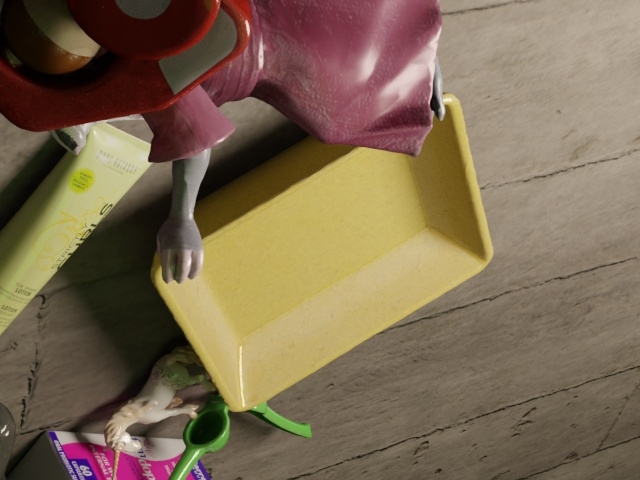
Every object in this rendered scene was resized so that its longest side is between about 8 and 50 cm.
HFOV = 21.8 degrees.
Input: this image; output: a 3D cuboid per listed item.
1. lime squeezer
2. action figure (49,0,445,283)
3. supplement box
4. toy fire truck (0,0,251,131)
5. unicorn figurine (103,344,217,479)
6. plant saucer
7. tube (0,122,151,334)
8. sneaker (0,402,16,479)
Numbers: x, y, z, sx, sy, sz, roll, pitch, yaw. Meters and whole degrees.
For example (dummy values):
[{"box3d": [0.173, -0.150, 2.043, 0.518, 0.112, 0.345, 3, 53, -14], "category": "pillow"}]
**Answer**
[{"box3d": [-0.111, 0.221, 1.848, 0.310, 0.059, 0.110, -27, 131, -53], "category": "lime squeezer"}, {"box3d": [-0.069, -0.151, 1.253, 0.370, 0.248, 0.276, -9, 133, -29], "category": "action figure"}, {"box3d": [-0.227, 0.289, 1.827, 0.220, 0.111, 0.114, 13, 125, -51], "category": "supplement box"}, {"box3d": [-0.205, -0.195, 1.088, 0.254, 0.169, 0.302, -32, 119, 22], "category": "toy fire truck"}, {"box3d": [-0.171, 0.172, 1.780, 0.111, 0.060, 0.162, 4, 114, -48], "category": "unicorn figurine"}, {"box3d": [0.000, 0.000, 1.676, 0.332, 0.081, 0.333, -30, 148, -5], "category": "plant saucer"}, {"box3d": [-0.244, -0.007, 1.468, 0.240, 0.062, 0.070, -47, -173, 12], "category": "tube"}, {"box3d": [-0.363, 0.243, 1.669, 0.130, 0.109, 0.286, -10, 151, -44], "category": "sneaker"}]
